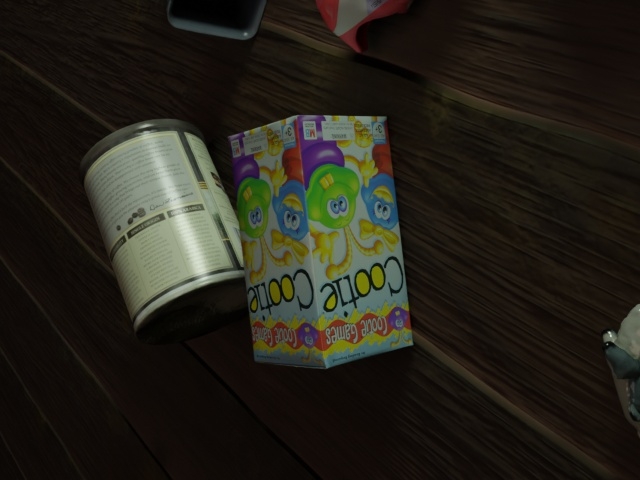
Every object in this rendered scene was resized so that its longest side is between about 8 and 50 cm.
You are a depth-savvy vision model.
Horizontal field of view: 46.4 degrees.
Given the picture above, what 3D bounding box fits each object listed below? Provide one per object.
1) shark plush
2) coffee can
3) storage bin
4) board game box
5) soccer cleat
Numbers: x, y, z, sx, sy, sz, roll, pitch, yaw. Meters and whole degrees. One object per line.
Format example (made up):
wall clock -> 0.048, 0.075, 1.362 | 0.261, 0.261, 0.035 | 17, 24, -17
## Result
shark plush -> 0.290, 0.133, 0.633 | 0.067, 0.073, 0.161 | -17, 75, 20
coffee can -> -0.222, -0.012, 1.117 | 0.201, 0.201, 0.275 | -47, 60, 43
storage bin -> -0.156, -0.353, 1.049 | 0.091, 0.135, 0.098 | 57, 135, 42
board game box -> 0.000, 0.000, 0.894 | 0.142, 0.144, 0.275 | -6, 92, 50
soccer cleat -> 0.092, -0.301, 0.804 | 0.248, 0.083, 0.095 | -31, 101, 43
